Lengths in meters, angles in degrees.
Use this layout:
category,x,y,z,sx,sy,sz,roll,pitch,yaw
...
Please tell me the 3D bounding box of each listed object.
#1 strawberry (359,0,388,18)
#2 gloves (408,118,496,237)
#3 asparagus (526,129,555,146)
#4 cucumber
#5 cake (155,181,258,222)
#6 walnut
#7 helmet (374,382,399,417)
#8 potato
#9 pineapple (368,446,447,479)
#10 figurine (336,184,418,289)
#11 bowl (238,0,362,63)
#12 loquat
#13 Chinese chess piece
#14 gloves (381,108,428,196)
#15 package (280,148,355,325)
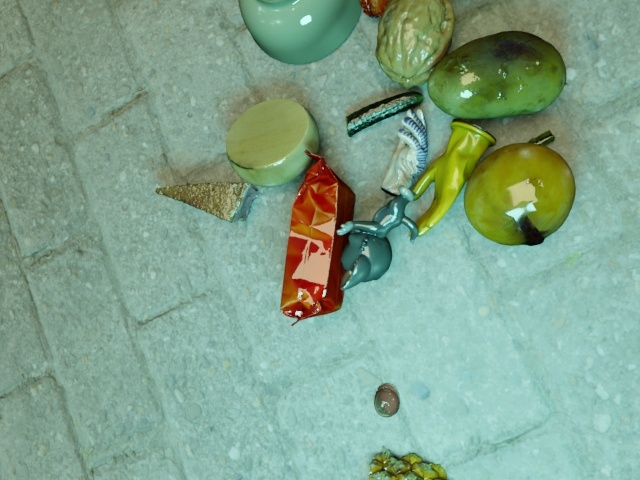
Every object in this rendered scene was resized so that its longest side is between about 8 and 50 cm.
category,x,y,z,sx,sy,sz,roll,pitch,yaw
strawberry,0.124,-0.675,1.366,0.082,0.121,0.188,23,117,50
gloves,0.294,-0.133,1.263,0.116,0.133,0.294,30,95,7
asparagus,0.478,-0.203,1.257,0.165,0.030,0.036,-37,86,13
cucumber,0.162,-0.335,1.364,0.215,0.052,0.058,-20,100,16
cake,-0.321,-0.112,1.481,0.296,0.116,0.112,7,88,19
walnut,0.228,-0.497,1.279,0.198,0.198,0.244,15,84,19
helmet,0.162,0.402,1.314,0.065,0.049,0.083,-2,86,20
potato,0.394,-0.373,1.196,0.308,0.173,0.210,-12,64,-7
pineapple,0.249,0.659,1.183,0.287,0.209,0.343,-11,81,18
figurine,0.147,-0.007,1.267,0.265,0.193,0.140,-42,75,17
bowl,-0.077,-0.672,1.399,0.354,0.185,0.353,-1,86,19
loquat,0.435,-0.099,1.160,0.235,0.235,0.234,-1,86,19
Chinese chess piece,-0.124,-0.257,1.390,0.251,0.097,0.250,-11,57,17
gloves,0.217,-0.215,1.317,0.097,0.119,0.228,8,101,-18
package,-0.001,0.001,1.322,0.123,0.196,0.423,6,87,15
